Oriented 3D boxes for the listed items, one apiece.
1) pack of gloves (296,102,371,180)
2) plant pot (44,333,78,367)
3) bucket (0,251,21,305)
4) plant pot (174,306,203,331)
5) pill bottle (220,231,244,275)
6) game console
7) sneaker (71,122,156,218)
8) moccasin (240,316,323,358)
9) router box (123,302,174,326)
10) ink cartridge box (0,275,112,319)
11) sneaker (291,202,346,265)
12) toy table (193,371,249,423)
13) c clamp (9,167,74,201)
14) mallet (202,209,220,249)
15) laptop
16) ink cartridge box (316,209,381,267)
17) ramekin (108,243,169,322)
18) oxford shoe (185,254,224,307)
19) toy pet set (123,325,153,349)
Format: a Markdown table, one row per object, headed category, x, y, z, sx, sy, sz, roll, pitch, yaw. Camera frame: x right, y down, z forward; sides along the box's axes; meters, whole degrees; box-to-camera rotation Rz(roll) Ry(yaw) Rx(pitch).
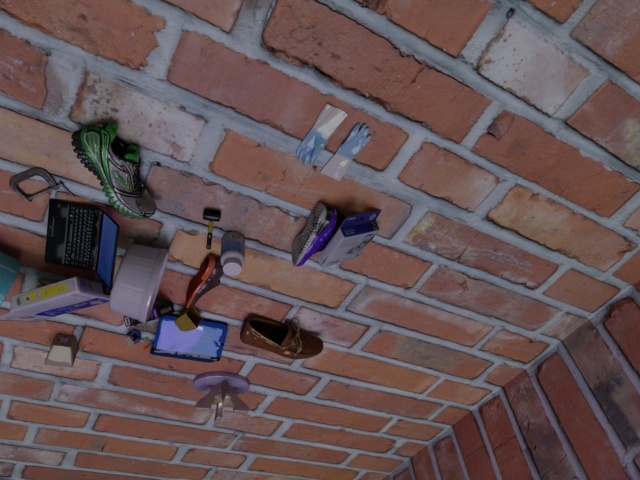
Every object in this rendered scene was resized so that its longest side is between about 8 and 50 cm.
| category | x | y | z | sx | sy | sz | roll | pitch | yaw |
| --- | --- | --- | --- | --- | --- | --- | --- | --- | --- |
| pack of gloves | 0.045 | -0.304 | 1.611 | 0.195 | 0.046 | 0.232 | 21 | 125 | -24 |
| plant pot | -1.086 | 0.457 | 2.082 | 0.109 | 0.109 | 0.096 | 12 | 116 | -18 |
| bucket | -1.177 | 0.141 | 1.685 | 0.183 | 0.281 | 0.281 | 31 | 120 | -34 |
| plant pot | -0.553 | 0.328 | 2.043 | 0.083 | 0.081 | 0.081 | -27 | 107 | 16 |
| pill bottle | -0.318 | 0.050 | 1.792 | 0.087 | 0.160 | 0.087 | -4 | 131 | -5 |
| game console | -0.586 | 0.440 | 2.189 | 0.293 | 0.173 | 0.250 | 13 | 97 | -19 |
| sneaker | -0.611 | -0.206 | 1.540 | 0.146 | 0.134 | 0.343 | -19 | 131 | 7 |
| moccasin | -0.158 | 0.420 | 2.174 | 0.380 | 0.139 | 0.147 | 23 | 134 | -15 |
| router box | -0.674 | 0.292 | 1.956 | 0.133 | 0.179 | 0.046 | -14 | 89 | 4 |
| ink cartridge box | -0.955 | 0.218 | 1.788 | 0.307 | 0.072 | 0.303 | -14 | 170 | -3 |
| sneaker | 0.000 | 0.000 | 1.837 | 0.146 | 0.102 | 0.293 | 14 | 129 | -25 |
| toy table | -0.480 | 0.755 | 2.396 | 0.274 | 0.160 | 0.252 | 2 | 131 | -11 |
| c clamp | -0.913 | -0.169 | 1.602 | 0.161 | 0.022 | 0.137 | -16 | 132 | 5 |
| mallet | -0.390 | -0.036 | 1.793 | 0.062 | 0.039 | 0.189 | 2 | 135 | -6 |
| laptop | -0.796 | 0.013 | 1.641 | 0.265 | 0.136 | 0.234 | 12 | 107 | -9 |
| ink cartridge box | 0.118 | -0.006 | 1.809 | 0.223 | 0.045 | 0.224 | -13 | 145 | -47 |
| ramekin | -0.646 | 0.145 | 1.761 | 0.135 | 0.277 | 0.277 | 18 | 127 | -13 |
| oxford shoe | -0.448 | 0.176 | 1.932 | 0.098 | 0.096 | 0.271 | 19 | 126 | -30 |
| toy pet set | -0.768 | 0.405 | 2.100 | 0.114 | 0.065 | 0.122 | -32 | 98 | 23 |
